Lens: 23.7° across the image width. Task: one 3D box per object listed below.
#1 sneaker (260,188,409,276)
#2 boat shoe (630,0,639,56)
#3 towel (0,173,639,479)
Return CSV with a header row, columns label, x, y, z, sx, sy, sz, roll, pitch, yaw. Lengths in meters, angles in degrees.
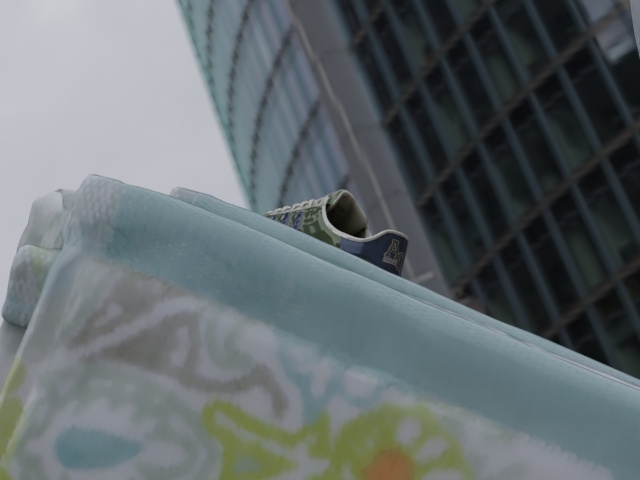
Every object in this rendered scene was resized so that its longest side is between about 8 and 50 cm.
label,x,y,z,sx,sy,sz,roll,pitch,yaw
sneaker,0.000,0.000,1.137,0.064,0.192,0.086,21,-82,-39
boat shoe,0.216,-0.056,0.728,0.075,0.226,0.083,-12,12,39
towel,0.012,0.177,0.473,0.321,0.374,0.090,-67,-24,-1
